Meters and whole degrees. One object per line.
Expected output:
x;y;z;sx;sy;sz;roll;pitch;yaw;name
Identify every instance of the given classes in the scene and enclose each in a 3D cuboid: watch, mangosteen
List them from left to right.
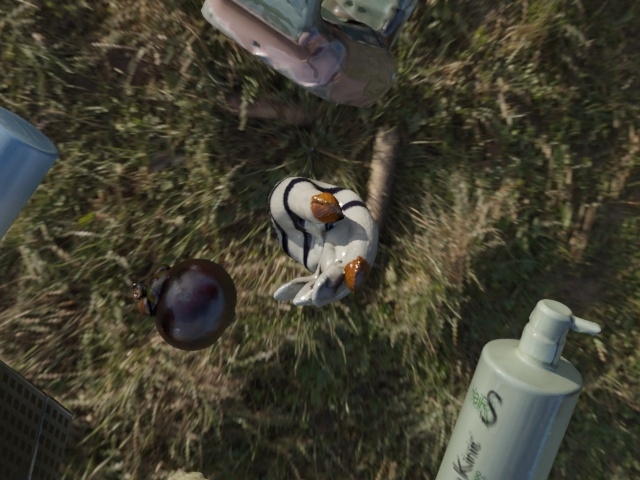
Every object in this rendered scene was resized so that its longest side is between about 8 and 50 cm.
-0.178;0.079;1.524;0.140;0.140;0.140;0;94;0;mangosteen
0.024;-0.258;1.017;0.161;0.253;0.241;34;103;13;watch

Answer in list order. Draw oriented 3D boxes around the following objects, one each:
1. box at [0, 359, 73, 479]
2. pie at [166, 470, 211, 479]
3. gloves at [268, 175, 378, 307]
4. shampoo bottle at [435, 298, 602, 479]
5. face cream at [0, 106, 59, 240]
-0.415;0.250;1.476;0.047;0.325;0.180;1;64;17;box
-0.129;0.311;0.828;0.075;0.337;0.337;28;94;-13;pie
0.012;0.005;1.338;0.131;0.218;0.140;6;108;-32;gloves
0.145;0.167;0.940;0.085;0.085;0.262;15;112;-2;shampoo bottle
-0.319;0.007;0.983;0.077;0.077;0.250;36;98;-3;face cream
